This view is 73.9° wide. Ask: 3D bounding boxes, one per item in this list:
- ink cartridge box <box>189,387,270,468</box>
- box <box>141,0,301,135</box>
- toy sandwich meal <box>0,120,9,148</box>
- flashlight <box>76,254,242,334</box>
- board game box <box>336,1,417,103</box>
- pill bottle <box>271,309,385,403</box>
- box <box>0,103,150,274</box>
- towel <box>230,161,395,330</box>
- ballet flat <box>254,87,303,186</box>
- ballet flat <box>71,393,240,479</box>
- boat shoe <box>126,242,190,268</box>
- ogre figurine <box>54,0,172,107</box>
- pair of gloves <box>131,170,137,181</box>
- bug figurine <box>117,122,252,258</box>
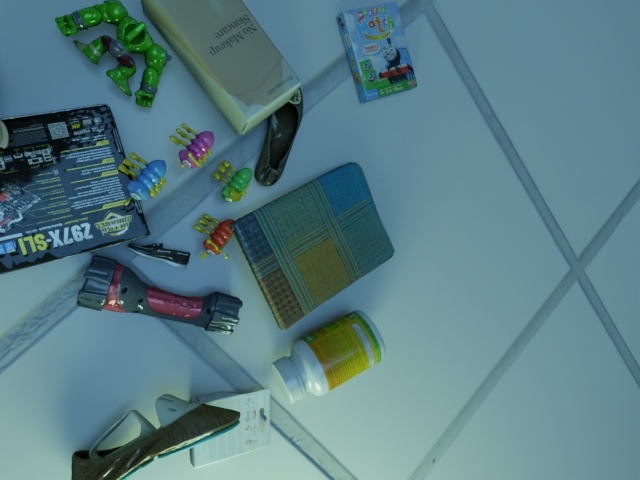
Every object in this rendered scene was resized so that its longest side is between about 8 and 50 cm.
[{"bbox_3d":[-0.204,0.414,0.967,0.180,0.045,0.145,-2,94,-33],"label":"ink cartridge box"},{"bbox_3d":[-0.196,-0.384,0.844,0.148,0.121,0.311,-42,100,-14],"label":"box"},{"bbox_3d":[-0.554,-0.173,0.689,0.086,0.029,0.085,0,90,-19],"label":"toy sandwich meal"},{"bbox_3d":[-0.312,0.115,0.860,0.305,0.103,0.103,17,84,-23],"label":"flashlight"},{"bbox_3d":[0.144,-0.467,1.059,0.160,0.039,0.211,-22,101,-21],"label":"board game box"},{"bbox_3d":[0.016,0.275,0.997,0.246,0.136,0.136,-24,103,-21],"label":"pill bottle"},{"bbox_3d":[-0.508,-0.087,0.763,0.323,0.079,0.256,-18,99,-21],"label":"box"},{"bbox_3d":[0.000,0.000,0.989,0.370,0.040,0.271,-31,105,-31],"label":"towel"},{"bbox_3d":[-0.089,-0.241,0.958,0.084,0.058,0.249,19,86,-25],"label":"ballet flat"},{"bbox_3d":[-0.337,0.388,0.850,0.343,0.116,0.124,-26,79,-4],"label":"ballet flat"},{"bbox_3d":[-0.330,0.024,0.875,0.125,0.046,0.038,21,85,-27],"label":"boat shoe"},{"bbox_3d":[-0.372,-0.362,0.805,0.118,0.097,0.197,-45,99,-3],"label":"ogre figurine"},{"bbox_3d":[-0.409,-0.111,0.850,0.074,0.010,0.083,36,80,-22],"label":"pair of gloves"},{"bbox_3d":[-0.241,-0.099,0.850,0.279,0.072,0.216,44,68,-40],"label":"bug figurine"}]
